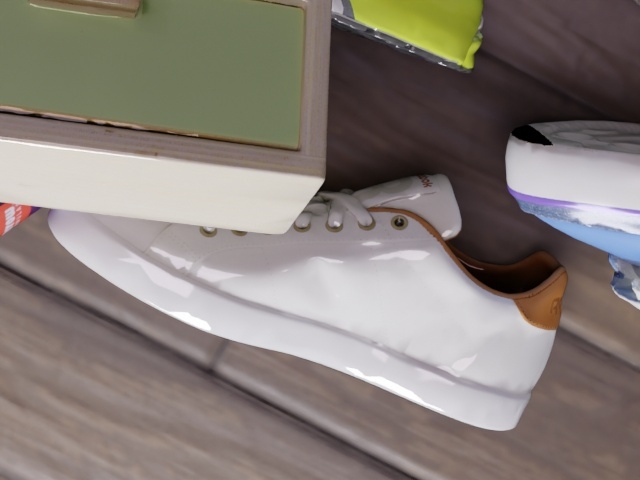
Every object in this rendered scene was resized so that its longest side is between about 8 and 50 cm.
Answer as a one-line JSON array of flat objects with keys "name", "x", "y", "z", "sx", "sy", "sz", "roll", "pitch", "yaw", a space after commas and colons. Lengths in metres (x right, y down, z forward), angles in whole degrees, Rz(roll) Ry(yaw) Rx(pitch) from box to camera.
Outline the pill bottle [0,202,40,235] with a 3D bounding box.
[{"name": "pill bottle", "x": -0.175, "y": -0.059, "z": 0.992, "sx": 0.193, "sy": 0.108, "sz": 0.108, "roll": -38, "pitch": 106, "yaw": -24}]

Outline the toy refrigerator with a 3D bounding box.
[{"name": "toy refrigerator", "x": -0.134, "y": -0.078, "z": 0.898, "sx": 0.269, "sy": 0.094, "sz": 0.102, "roll": 7, "pitch": 71, "yaw": -12}]

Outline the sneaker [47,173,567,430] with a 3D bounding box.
[{"name": "sneaker", "x": 0.000, "y": 0.000, "z": 1.063, "sx": 0.290, "sy": 0.106, "sz": 0.123, "roll": 20, "pitch": 104, "yaw": -17}]

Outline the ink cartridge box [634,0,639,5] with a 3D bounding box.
[{"name": "ink cartridge box", "x": 0.168, "y": -0.251, "z": 0.971, "sx": 0.224, "sy": 0.045, "sz": 0.223, "roll": 31, "pitch": 101, "yaw": -41}]

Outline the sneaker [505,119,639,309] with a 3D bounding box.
[{"name": "sneaker", "x": 0.237, "y": 0.074, "z": 1.059, "sx": 0.323, "sy": 0.130, "sz": 0.236, "roll": 10, "pitch": 103, "yaw": -9}]

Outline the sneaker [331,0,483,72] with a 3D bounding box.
[{"name": "sneaker", "x": -0.024, "y": -0.186, "z": 0.967, "sx": 0.300, "sy": 0.111, "sz": 0.121, "roll": 19, "pitch": 93, "yaw": -39}]
